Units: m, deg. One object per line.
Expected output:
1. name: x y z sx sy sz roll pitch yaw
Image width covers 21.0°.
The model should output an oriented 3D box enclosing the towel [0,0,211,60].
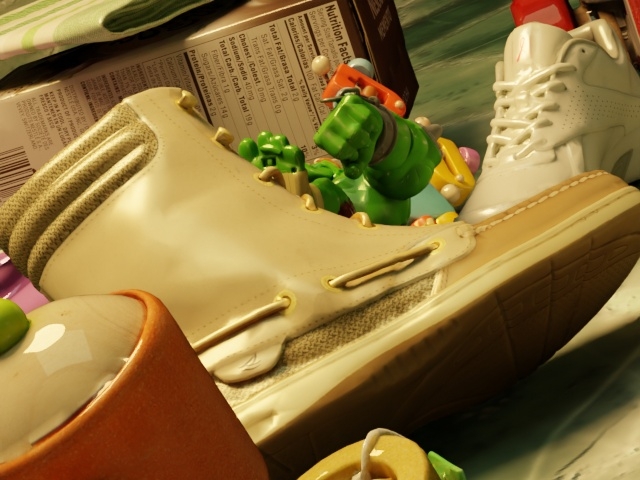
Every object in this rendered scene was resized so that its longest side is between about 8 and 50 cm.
1. towel: -0.177 -0.165 1.294 0.325 0.038 0.248 -6 18 44

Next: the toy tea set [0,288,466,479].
1. toy tea set: -0.064 0.105 0.540 0.200 0.124 0.336 -50 25 -22

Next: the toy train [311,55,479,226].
1. toy train: 0.036 -0.046 1.079 0.046 0.125 0.166 -57 11 31

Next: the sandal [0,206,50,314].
1. sandal: -0.280 0.048 1.145 0.416 0.102 0.169 -24 27 20

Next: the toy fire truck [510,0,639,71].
1. toy fire truck: 0.195 -0.223 1.172 0.169 0.254 0.302 -20 10 10

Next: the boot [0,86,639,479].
1. boot: 0.001 -0.003 0.797 0.262 0.095 0.203 -30 57 -15

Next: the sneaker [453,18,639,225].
1. sneaker: 0.122 -0.061 0.979 0.090 0.115 0.232 -14 16 31

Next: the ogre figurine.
1. ogre figurine: 0.000 0.000 0.933 0.097 0.197 0.118 25 24 31

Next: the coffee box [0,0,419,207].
1. coffee box: -0.089 -0.101 1.249 0.297 0.119 0.168 -17 15 12
